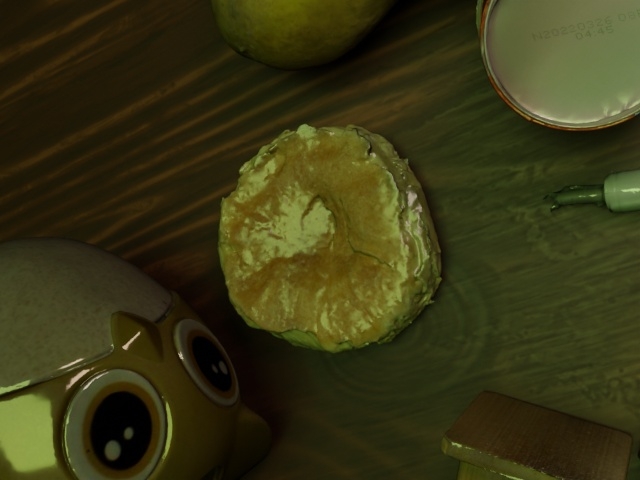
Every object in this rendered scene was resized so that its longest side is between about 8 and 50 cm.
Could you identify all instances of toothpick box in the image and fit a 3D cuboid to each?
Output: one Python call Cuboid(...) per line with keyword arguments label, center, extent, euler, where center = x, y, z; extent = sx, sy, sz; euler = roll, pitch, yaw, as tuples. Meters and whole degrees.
Cuboid(label="toothpick box", center=(0.226, 0.366, 0.815), extent=(0.188, 0.190, 0.307), euler=(13, 99, 24))
Cuboid(label="toothpick box", center=(-0.313, 0.226, 0.932), extent=(0.425, 0.409, 0.408), euler=(37, 103, 14))

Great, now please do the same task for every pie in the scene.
Cuboid(label="pie", center=(0.000, 0.000, 0.973), extent=(0.340, 0.083, 0.339), euler=(1, 91, 25))

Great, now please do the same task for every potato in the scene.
Cuboid(label="potato", center=(0.038, -0.341, 0.884), extent=(0.397, 0.290, 0.295), euler=(23, 111, 22))

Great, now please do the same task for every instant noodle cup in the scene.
Cuboid(label="instant noodle cup", center=(0.279, -0.232, 0.749), extent=(0.251, 0.192, 0.250), euler=(8, 117, 17))

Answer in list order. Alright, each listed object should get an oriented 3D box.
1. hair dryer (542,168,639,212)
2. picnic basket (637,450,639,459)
Cuboid(label="hair dryer", center=(0.425, -0.078, 0.784), extent=(0.358, 0.108, 0.172), euler=(-6, 83, 30))
Cuboid(label="picnic basket", center=(0.410, 0.240, 0.728), extent=(0.128, 0.178, 0.137), euler=(45, 106, 18))
